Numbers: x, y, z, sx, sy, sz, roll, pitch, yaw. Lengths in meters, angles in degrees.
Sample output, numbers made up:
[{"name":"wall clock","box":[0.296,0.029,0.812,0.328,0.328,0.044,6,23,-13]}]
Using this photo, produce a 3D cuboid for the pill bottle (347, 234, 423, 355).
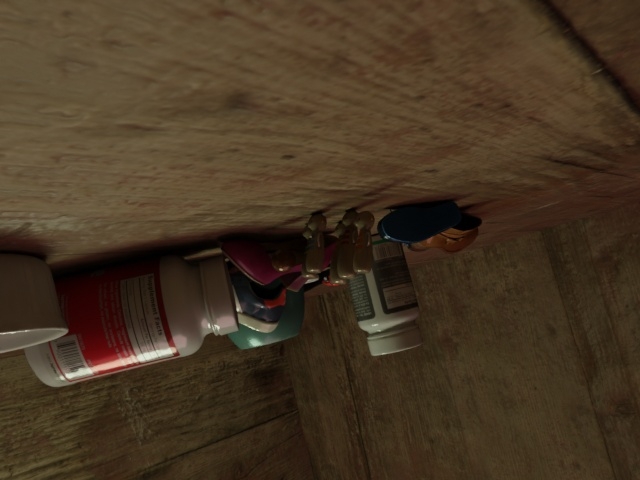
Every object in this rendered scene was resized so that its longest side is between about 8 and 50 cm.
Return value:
[{"name":"pill bottle","box":[0.199,0.171,1.667,0.204,0.362,0.204,-13,171,-2]}]

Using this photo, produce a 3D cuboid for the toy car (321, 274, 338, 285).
[{"name":"toy car","box":[0.109,0.098,1.947,0.238,0.053,0.225,-29,163,-1]}]

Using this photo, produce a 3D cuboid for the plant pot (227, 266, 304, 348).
[{"name":"plant pot","box":[-0.177,0.189,1.558,0.292,0.235,0.293,-15,175,-1]}]

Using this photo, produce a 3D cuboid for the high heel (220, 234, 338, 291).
[{"name":"high heel","box":[-0.089,0.014,1.249,0.181,0.127,0.377,-49,157,6]}]

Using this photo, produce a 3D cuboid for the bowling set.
[{"name":"bowling set","box":[0.000,0.000,1.136,0.199,0.154,0.287,8,168,-12]}]

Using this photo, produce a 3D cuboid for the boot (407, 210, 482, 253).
[{"name":"boot","box":[0.424,-0.041,1.599,0.283,0.109,0.220,-2,163,-23]}]

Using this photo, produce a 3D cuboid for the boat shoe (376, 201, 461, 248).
[{"name":"boat shoe","box":[0.242,-0.033,1.302,0.258,0.109,0.089,-6,172,-31]}]

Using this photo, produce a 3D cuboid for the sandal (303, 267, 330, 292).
[{"name":"sandal","box":[-0.094,0.161,2.073,0.445,0.107,0.167,-23,178,-39]}]

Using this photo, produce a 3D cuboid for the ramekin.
[{"name":"ramekin","box":[-0.582,0.116,0.865,0.276,0.135,0.277,-14,170,-3]}]

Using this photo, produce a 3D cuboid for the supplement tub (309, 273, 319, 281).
[{"name":"supplement tub","box":[-0.048,0.065,1.457,0.070,0.107,0.071,-13,172,-2]}]

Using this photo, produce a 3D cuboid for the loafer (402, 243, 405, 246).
[{"name":"loafer","box":[0.266,0.022,1.847,0.147,0.050,0.056,-19,170,31]}]

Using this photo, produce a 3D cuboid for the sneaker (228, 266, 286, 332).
[{"name":"sneaker","box":[-0.249,0.111,1.336,0.349,0.148,0.131,21,-168,-21]}]

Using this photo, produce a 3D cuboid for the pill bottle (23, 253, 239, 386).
[{"name":"pill bottle","box":[-0.394,0.159,1.128,0.407,0.229,0.229,-12,171,-8]}]
